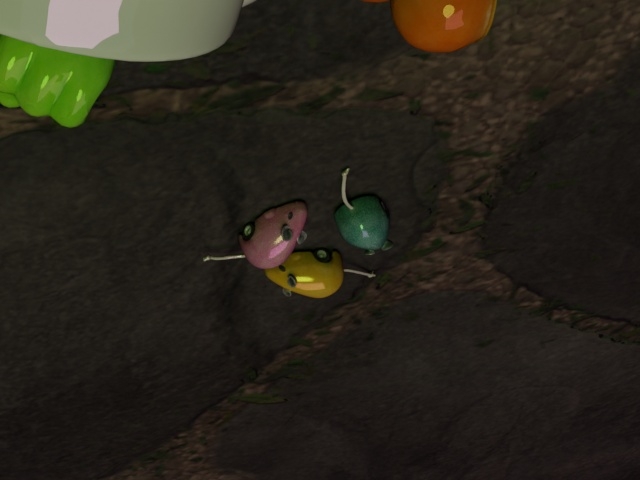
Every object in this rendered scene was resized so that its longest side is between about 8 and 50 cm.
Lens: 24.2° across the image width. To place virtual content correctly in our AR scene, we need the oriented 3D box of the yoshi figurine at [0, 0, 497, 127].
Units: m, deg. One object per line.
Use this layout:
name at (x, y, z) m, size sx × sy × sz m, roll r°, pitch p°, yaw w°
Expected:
yoshi figurine at (-0.111, -0.122, 0.697) m, size 0.362 × 0.203 × 0.203 m, roll -2°, pitch 154°, yaw -17°

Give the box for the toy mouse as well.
toy mouse at (0.000, 0.000, 1.103) m, size 0.161 × 0.031 × 0.143 m, roll 0°, pitch 146°, yaw -26°

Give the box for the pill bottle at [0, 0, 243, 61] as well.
pill bottle at (-0.059, -0.216, 0.492) m, size 0.161 × 0.161 × 0.283 m, roll 3°, pitch 120°, yaw -29°
